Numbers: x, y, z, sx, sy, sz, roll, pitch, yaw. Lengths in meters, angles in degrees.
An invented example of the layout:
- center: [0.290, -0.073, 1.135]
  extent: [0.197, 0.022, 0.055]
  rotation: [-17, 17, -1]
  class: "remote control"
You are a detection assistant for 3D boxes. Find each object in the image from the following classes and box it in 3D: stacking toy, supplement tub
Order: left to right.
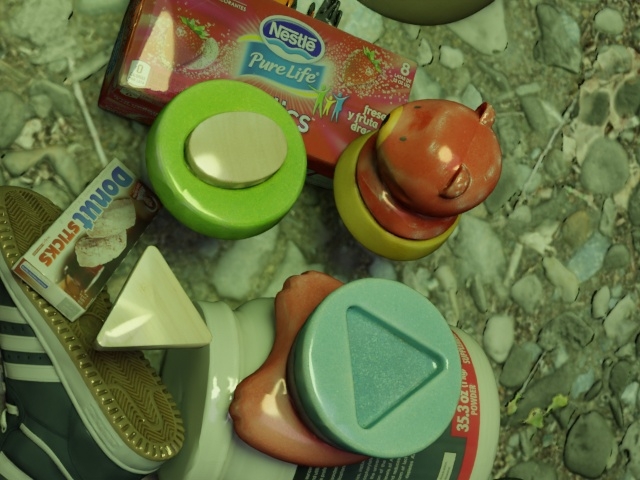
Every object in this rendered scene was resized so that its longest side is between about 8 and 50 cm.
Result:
- center: [0.000, 0.000, 0.684]
  extent: [0.279, 0.130, 0.309]
  rotation: [21, 66, -18]
  class: "stacking toy"
- center: [0.005, 0.155, 0.823]
  extent: [0.272, 0.191, 0.191]
  rotation: [10, 85, -22]
  class: "supplement tub"

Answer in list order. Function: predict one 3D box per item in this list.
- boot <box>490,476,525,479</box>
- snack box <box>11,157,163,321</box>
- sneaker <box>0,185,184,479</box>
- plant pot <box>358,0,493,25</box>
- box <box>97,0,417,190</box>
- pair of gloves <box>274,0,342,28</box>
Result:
- center: [0.219, 0.512, 0.921]
  extent: [0.445, 0.146, 0.367]
  rotation: [45, 83, -11]
  class: "boot"
- center: [-0.192, -0.006, 0.775]
  extent: [0.064, 0.022, 0.178]
  rotation: [43, 30, -13]
  class: "snack box"
- center: [-0.241, 0.099, 0.773]
  extent: [0.099, 0.153, 0.282]
  rotation: [-3, 55, -58]
  class: "sneaker"
- center: [0.138, -0.376, 0.892]
  extent: [0.284, 0.191, 0.284]
  rotation: [1, 88, -22]
  class: "plant pot"
- center: [-0.059, -0.143, 0.837]
  extent: [0.256, 0.128, 0.123]
  rotation: [18, 82, -20]
  class: "box"
- center: [-0.020, -0.232, 0.920]
  extent: [0.083, 0.010, 0.074]
  rotation: [30, 78, -20]
  class: "pair of gloves"
